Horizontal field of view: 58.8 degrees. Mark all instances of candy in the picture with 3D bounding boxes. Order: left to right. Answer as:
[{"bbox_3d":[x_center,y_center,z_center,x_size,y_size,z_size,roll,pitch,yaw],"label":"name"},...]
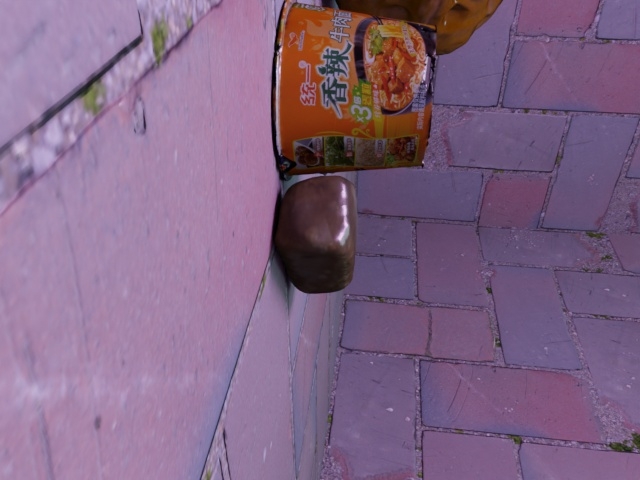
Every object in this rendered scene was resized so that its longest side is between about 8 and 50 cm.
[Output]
[{"bbox_3d":[0.000,0.000,0.783,0.234,0.102,0.104,76,18,-69],"label":"candy"}]

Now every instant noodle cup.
[{"bbox_3d":[0.047,-0.186,0.725,0.230,0.182,0.231,4,90,-86],"label":"instant noodle cup"}]

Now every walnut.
[{"bbox_3d":[0.189,-0.524,1.015,0.398,0.353,0.308,98,-17,-66],"label":"walnut"}]
